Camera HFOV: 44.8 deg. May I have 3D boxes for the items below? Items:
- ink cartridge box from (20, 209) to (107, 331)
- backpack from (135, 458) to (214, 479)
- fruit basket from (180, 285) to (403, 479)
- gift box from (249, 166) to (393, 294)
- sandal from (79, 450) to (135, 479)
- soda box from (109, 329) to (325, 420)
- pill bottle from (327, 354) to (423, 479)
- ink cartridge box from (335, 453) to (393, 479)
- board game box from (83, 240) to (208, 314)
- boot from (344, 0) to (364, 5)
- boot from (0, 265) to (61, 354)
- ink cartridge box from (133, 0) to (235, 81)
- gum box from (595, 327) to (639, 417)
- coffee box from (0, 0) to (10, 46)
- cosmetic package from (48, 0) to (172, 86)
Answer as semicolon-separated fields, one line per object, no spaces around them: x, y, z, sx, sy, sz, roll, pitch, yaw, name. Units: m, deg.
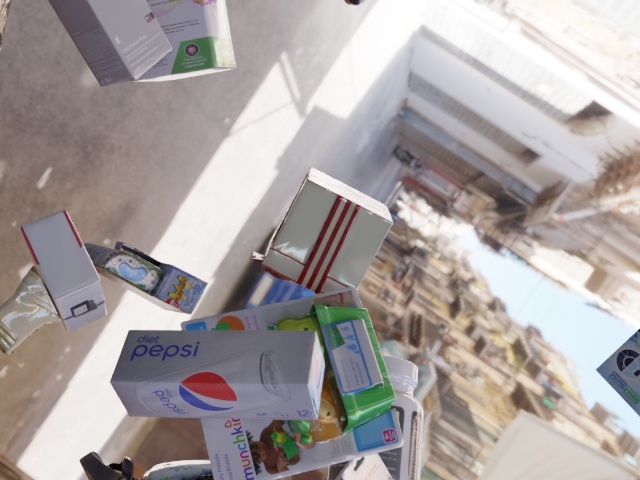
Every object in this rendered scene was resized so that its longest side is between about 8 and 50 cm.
-0.334;0.044;1.023;0.063;0.109;0.150;-26;165;-20;ink cartridge box
-0.265;0.575;1.648;0.355;0.290;0.273;114;-34;-57;backpack
-0.051;0.256;1.424;0.353;0.327;0.165;-7;154;-20;fruit basket
0.000;0.000;1.796;0.258;0.255;0.276;-63;180;13;gift box
-0.237;0.314;0.959;0.054;0.097;0.254;-29;-167;-27;sandal
-0.143;0.191;1.107;0.091;0.286;0.098;79;15;-44;soda box
0.129;0.461;1.784;0.210;0.210;0.363;116;-16;-64;pill bottle
0.087;0.484;1.500;0.060;0.180;0.104;-12;-157;45;ink cartridge box
-0.274;0.058;1.244;0.194;0.194;0.060;6;-114;54;board game box
0.189;-0.562;1.636;0.248;0.207;0.090;-53;164;-1;boot
-0.715;0.204;1.940;0.203;0.095;0.262;-51;155;-20;boot
-0.308;-0.486;1.632;0.117;0.201;0.278;-32;115;-70;ink cartridge box
0.782;0.315;1.877;0.041;0.157;0.184;-19;148;-39;gum box
-0.450;-0.229;0.759;0.168;0.118;0.297;-67;170;24;coffee box
-0.382;-0.406;1.366;0.107;0.238;0.127;-2;-142;36;cosmetic package
